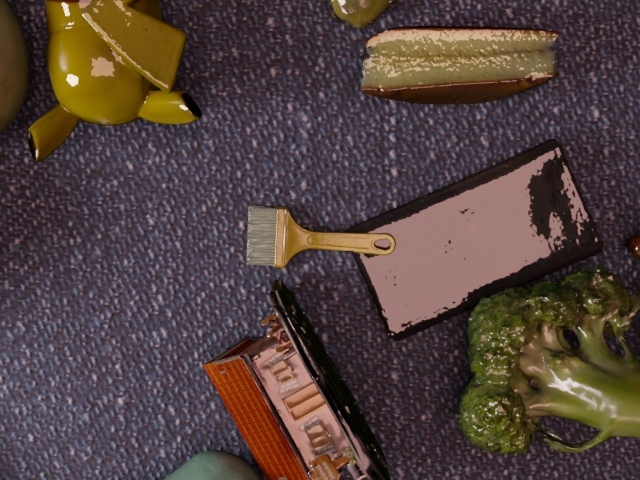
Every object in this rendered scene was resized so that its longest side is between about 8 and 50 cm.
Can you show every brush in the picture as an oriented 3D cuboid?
[{"bbox_3d":[0.000,0.000,1.429,0.205,0.011,0.083,4,96,8],"label":"brush"}]

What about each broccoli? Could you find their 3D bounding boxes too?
[{"bbox_3d":[0.334,0.165,1.392,0.302,0.186,0.254,3,64,7],"label":"broccoli"}]

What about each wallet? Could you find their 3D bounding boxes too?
[{"bbox_3d":[0.208,-0.001,1.442,0.321,0.044,0.170,-24,94,3],"label":"wallet"}]

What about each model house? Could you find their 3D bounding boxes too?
[{"bbox_3d":[-0.044,0.216,1.369,0.154,0.207,0.294,-29,95,3],"label":"model house"}]

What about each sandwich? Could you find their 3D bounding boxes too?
[{"bbox_3d":[0.179,-0.233,1.396,0.258,0.096,0.094,0,88,-1],"label":"sandwich"}]

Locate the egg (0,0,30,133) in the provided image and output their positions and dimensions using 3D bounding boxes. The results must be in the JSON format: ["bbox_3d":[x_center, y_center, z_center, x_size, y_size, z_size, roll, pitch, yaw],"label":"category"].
[{"bbox_3d":[-0.485,-0.249,1.308,0.218,0.218,0.295,-27,81,0],"label":"egg"}]

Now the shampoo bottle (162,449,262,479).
[{"bbox_3d":[-0.223,0.416,1.404,0.349,0.151,0.222,-37,89,2],"label":"shampoo bottle"}]

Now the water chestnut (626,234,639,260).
[{"bbox_3d":[0.554,0.068,1.351,0.347,0.335,0.335,13,95,35],"label":"water chestnut"}]

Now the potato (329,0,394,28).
[{"bbox_3d":[0.071,-0.389,1.379,0.117,0.090,0.225,14,97,11],"label":"potato"}]

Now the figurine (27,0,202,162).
[{"bbox_3d":[-0.263,-0.269,1.336,0.218,0.169,0.326,-4,94,3],"label":"figurine"}]
